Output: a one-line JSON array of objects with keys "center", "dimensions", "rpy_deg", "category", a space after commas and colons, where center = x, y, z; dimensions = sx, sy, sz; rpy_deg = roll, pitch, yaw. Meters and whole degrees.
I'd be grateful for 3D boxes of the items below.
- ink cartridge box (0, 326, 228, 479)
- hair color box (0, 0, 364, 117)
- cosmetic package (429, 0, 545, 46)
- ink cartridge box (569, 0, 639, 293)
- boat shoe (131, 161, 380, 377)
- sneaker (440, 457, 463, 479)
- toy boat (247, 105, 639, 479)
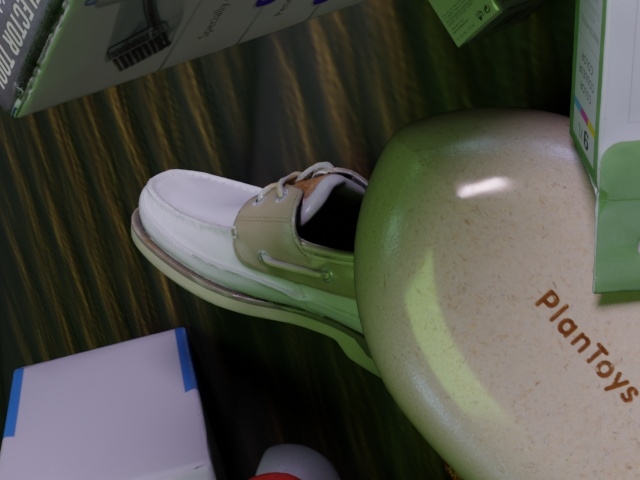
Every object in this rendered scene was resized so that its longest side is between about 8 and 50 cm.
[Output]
[{"center": [-0.133, 0.314, 1.038], "dimensions": [0.285, 0.166, 0.395], "rpy_deg": [-121, 17, -70], "category": "ink cartridge box"}, {"center": [0.015, -0.184, 0.509], "dimensions": [0.110, 0.338, 0.185], "rpy_deg": [55, 143, 10], "category": "hair color box"}, {"center": [0.074, -0.169, 0.681], "dimensions": [0.115, 0.060, 0.041], "rpy_deg": [58, 142, 5], "category": "cosmetic package"}, {"center": [0.174, -0.082, 0.562], "dimensions": [0.062, 0.108, 0.209], "rpy_deg": [-94, 0, -59], "category": "ink cartridge box"}, {"center": [0.000, 0.000, 0.838], "dimensions": [0.302, 0.113, 0.103], "rpy_deg": [22, 124, 26], "category": "boat shoe"}, {"center": [0.124, 0.144, 0.816], "dimensions": [0.175, 0.067, 0.064], "rpy_deg": [62, 153, 30], "category": "sneaker"}, {"center": [0.076, 0.081, 0.684], "dimensions": [0.267, 0.318, 0.148], "rpy_deg": [55, -173, 3], "category": "toy boat"}]
